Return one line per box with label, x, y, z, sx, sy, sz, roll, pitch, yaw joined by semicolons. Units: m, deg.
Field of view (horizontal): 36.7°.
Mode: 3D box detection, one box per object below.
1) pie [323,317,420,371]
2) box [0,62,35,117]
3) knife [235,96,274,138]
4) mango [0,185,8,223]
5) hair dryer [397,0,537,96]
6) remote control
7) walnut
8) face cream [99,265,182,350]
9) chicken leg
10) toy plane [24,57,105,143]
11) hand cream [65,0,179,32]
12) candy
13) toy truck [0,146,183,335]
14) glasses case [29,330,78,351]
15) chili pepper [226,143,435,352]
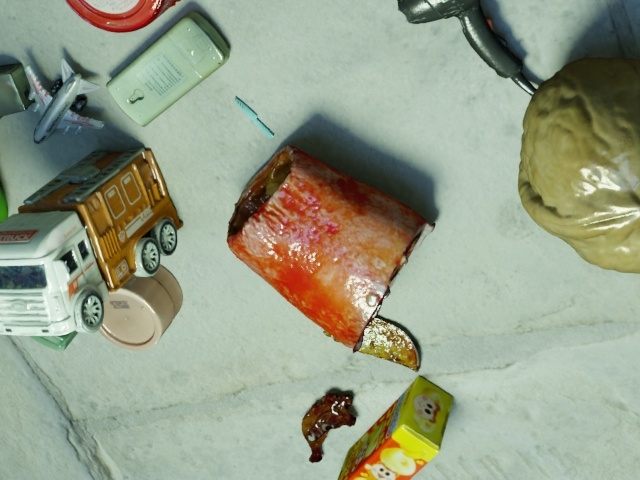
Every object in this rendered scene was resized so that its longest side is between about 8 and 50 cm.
pie;0.099;0.179;1.759;0.191;0.033;0.088;21;123;7
box;-0.544;-0.264;1.687;0.063;0.060;0.084;-7;118;19
knife;-0.109;-0.203;1.597;0.091;0.005;0.014;44;127;-11
mango;-0.696;-0.138;1.732;0.201;0.225;0.382;-21;134;13
hair dryer;0.261;-0.313;1.363;0.236;0.091;0.271;-26;123;21
remote control;-0.251;-0.278;1.580;0.233;0.038;0.098;-31;107;34
walnut;0.398;-0.104;1.287;0.252;0.313;0.277;-2;116;2
face cream;-0.350;0.122;1.841;0.149;0.104;0.149;10;125;14
chicken leg;0.007;0.367;1.907;0.089;0.048;0.219;35;127;0
toy plane;-0.451;-0.230;1.669;0.162;0.065;0.171;38;129;-7
hand cream;-0.294;-0.418;1.450;0.193;0.125;0.193;9;126;12
candy;0.134;0.395;1.821;0.088;0.146;0.276;34;129;-3
toy truck;-0.397;-0.007;1.603;0.173;0.387;0.206;-2;116;21
glasses case;-0.478;0.131;1.844;0.078;0.184;0.039;25;129;3
chili pepper;0.000;0.000;1.558;0.305;0.229;0.251;32;144;-3
